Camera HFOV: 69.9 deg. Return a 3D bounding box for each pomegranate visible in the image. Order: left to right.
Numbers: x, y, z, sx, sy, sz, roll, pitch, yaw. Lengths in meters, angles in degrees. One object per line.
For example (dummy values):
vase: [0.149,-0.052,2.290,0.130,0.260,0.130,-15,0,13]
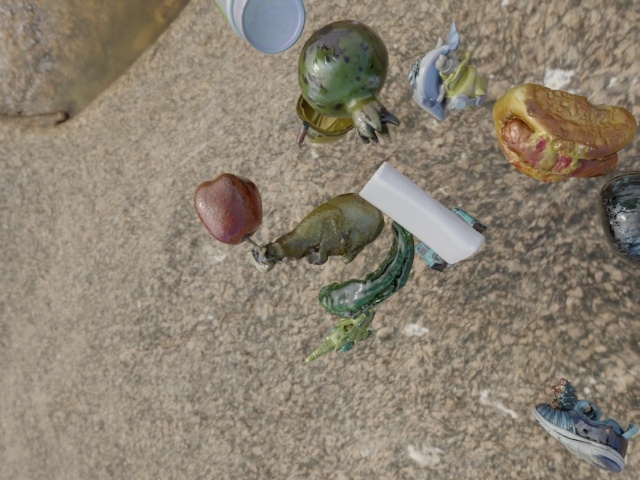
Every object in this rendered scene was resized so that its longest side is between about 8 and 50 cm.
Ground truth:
pomegranate: [0.070,-0.380,1.142,0.243,0.242,0.305,-15,99,29]

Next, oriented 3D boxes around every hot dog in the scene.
hot dog: [0.465,-0.197,0.902,0.257,0.150,0.153,17,81,2]

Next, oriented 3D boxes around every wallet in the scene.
wallet: [0.098,-0.024,0.455,0.122,0.025,0.061,37,154,0]

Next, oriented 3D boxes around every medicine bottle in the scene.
medicine bottle: [-0.123,-0.461,0.878,0.139,0.139,0.225,-53,44,24]

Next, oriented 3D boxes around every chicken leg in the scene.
chicken leg: [0.000,0.000,0.551,0.070,0.178,0.093,24,127,47]

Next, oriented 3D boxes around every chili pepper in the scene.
chili pepper: [0.065,0.053,0.625,0.182,0.050,0.073,-43,43,28]

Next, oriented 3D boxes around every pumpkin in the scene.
pumpkin: [0.758,-0.054,1.081,0.163,0.233,0.232,-22,86,45]

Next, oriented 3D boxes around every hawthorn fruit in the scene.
hawthorn fruit: [-0.195,-0.050,1.045,0.163,0.163,0.203,-37,71,27]

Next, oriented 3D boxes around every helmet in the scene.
helmet: [0.010,-0.386,1.500,0.205,0.256,0.140,31,144,2]

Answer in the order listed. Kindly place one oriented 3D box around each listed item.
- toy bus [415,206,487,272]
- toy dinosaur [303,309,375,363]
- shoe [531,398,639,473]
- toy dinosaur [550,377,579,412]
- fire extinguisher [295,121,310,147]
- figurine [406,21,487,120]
toy bus: [0.319,-0.005,1.129,0.160,0.079,0.091,-49,54,20]
toy dinosaur: [0.063,0.293,1.376,0.259,0.153,0.094,-38,66,2]
shoe: [0.521,0.373,0.918,0.091,0.207,0.106,42,76,-15]
toy dinosaur: [0.537,0.355,0.997,0.049,0.055,0.154,-20,114,1]
fire extinguisher: [-0.049,-0.290,1.269,0.028,0.022,0.083,26,139,-2]
figurine: [0.286,-0.363,1.020,0.184,0.128,0.208,6,136,1]
